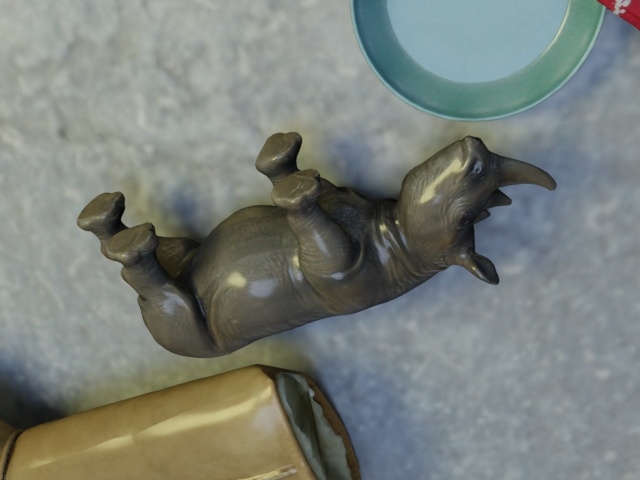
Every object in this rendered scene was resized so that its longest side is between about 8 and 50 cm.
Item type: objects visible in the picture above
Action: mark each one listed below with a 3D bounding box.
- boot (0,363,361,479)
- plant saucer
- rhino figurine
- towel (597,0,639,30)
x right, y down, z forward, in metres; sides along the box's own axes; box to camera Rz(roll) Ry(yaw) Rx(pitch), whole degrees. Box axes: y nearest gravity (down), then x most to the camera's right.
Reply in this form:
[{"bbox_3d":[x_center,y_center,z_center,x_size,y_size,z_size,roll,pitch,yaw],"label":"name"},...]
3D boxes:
[{"bbox_3d":[-0.140,0.113,0.503,0.269,0.089,0.236,-15,135,18],"label":"boot"},{"bbox_3d":[0.074,-0.117,0.406,0.119,0.021,0.119,4,115,9],"label":"plant saucer"},{"bbox_3d":[0.000,0.000,0.442,0.243,0.073,0.106,-15,130,16],"label":"rhino figurine"},{"bbox_3d":[0.206,-0.156,0.333,0.275,0.031,0.199,27,115,-16],"label":"towel"}]
